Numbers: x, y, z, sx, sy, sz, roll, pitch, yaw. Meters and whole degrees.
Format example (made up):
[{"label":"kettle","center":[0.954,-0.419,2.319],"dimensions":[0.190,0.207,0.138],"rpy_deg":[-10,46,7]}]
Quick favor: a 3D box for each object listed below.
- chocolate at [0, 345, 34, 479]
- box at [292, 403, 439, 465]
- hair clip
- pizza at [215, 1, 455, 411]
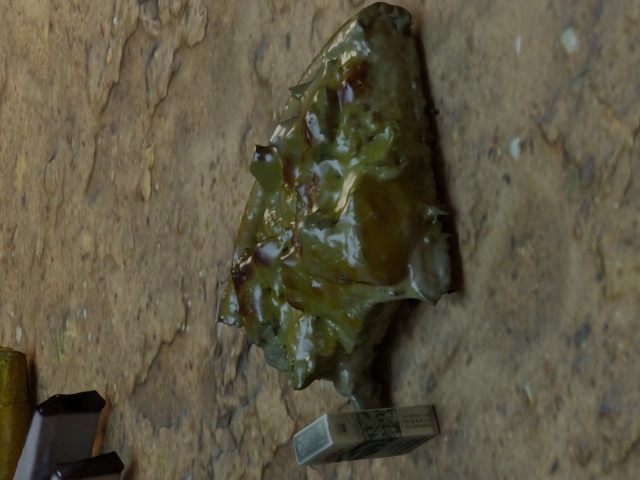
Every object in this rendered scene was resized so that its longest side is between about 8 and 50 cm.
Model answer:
[{"label":"chocolate","center":[-0.331,0.218,1.945],"dimensions":[0.086,0.086,0.219],"rpy_deg":[1,89,61]},{"label":"box","center":[0.030,0.131,1.273],"dimensions":[0.054,0.083,0.024],"rpy_deg":[-38,59,56]},{"label":"hair clip","center":[-0.263,0.298,1.821],"dimensions":[0.101,0.085,0.330],"rpy_deg":[51,136,37]},{"label":"pizza","center":[0.000,0.000,1.325],"dimensions":[0.323,0.089,0.223],"rpy_deg":[-64,36,42]}]
